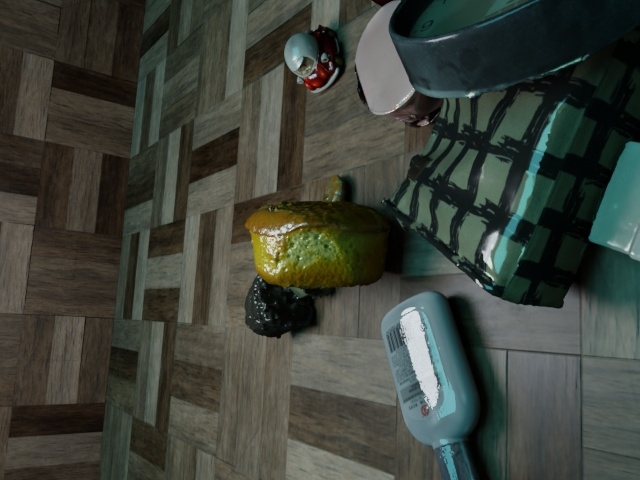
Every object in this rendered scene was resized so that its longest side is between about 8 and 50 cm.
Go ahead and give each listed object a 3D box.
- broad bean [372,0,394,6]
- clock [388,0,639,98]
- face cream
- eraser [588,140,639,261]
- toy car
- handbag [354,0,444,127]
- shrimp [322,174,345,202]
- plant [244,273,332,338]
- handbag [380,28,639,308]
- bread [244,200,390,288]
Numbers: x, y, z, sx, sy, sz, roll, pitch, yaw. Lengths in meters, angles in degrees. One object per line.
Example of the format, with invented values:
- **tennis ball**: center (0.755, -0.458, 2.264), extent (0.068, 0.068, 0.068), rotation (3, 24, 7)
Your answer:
- **broad bean**: center (0.134, -0.474, 1.004), extent (0.228, 0.156, 0.122), rotation (24, 100, 48)
- **clock**: center (0.257, -0.318, 0.685), extent (0.386, 0.076, 0.386), rotation (-28, 30, 18)
- **face cream**: center (0.175, 0.228, 0.868), extent (0.144, 0.070, 0.292), rotation (-44, 49, 41)
- **eraser**: center (0.422, -0.007, 0.560), extent (0.279, 0.081, 0.124), rotation (33, 110, 52)
- **toy car**: center (-0.025, -0.404, 1.250), extent (0.112, 0.112, 0.139), rotation (-28, 61, 49)
- **handbag**: center (0.148, -0.294, 0.979), extent (0.179, 0.116, 0.205), rotation (-42, 52, 43)
- **shrimp**: center (0.014, -0.054, 1.179), extent (0.095, 0.045, 0.163), rotation (21, 102, 55)
- **plant**: center (-0.075, 0.117, 1.199), extent (0.203, 0.142, 0.131), rotation (126, 147, -46)
- **handbag**: center (0.242, -0.121, 0.776), extent (0.327, 0.162, 0.326), rotation (41, 114, 57)
- **bread**: center (0.000, 0.000, 1.023), extent (0.268, 0.268, 0.146), rotation (15, 107, 55)
